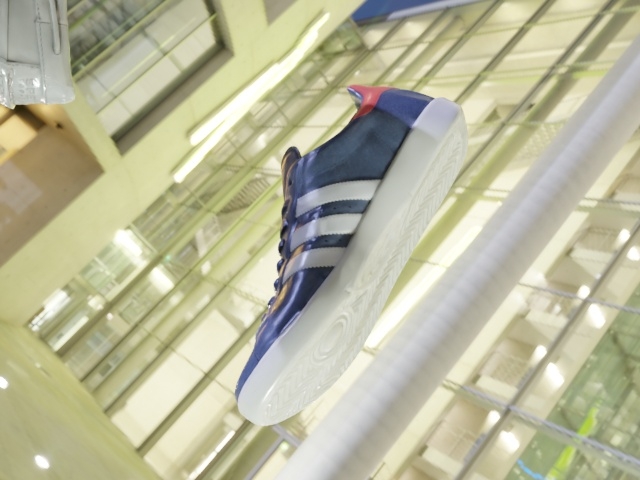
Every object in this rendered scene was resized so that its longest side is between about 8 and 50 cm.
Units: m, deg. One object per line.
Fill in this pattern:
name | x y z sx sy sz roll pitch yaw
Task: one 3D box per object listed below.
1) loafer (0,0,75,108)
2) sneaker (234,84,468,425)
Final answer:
loafer | -0.218 -0.251 0.546 0.111 0.320 0.112 10 -16 -15
sneaker | 0.000 0.000 0.653 0.148 0.350 0.131 27 -14 24
